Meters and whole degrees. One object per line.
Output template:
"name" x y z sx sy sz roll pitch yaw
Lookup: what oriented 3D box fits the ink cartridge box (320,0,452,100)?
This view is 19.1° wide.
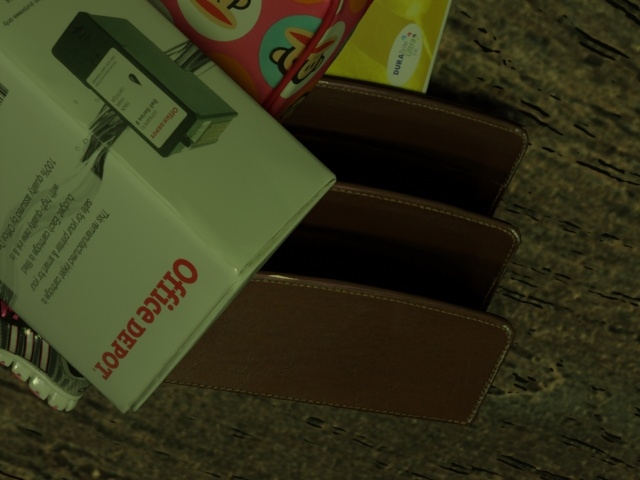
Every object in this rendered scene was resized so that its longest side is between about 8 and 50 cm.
"ink cartridge box" -0.035 -0.268 1.367 0.307 0.072 0.303 7 119 -15

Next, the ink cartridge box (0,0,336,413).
"ink cartridge box" -0.163 -0.055 1.248 0.289 0.121 0.211 43 140 1

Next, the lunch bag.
"lunch bag" -0.126 -0.186 1.305 0.293 0.120 0.258 40 122 3

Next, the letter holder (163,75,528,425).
"letter holder" 0.000 0.000 1.447 0.302 0.152 0.214 9 134 -13

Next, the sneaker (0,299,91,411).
"sneaker" -0.233 0.066 1.534 0.075 0.063 0.170 -36 123 13
